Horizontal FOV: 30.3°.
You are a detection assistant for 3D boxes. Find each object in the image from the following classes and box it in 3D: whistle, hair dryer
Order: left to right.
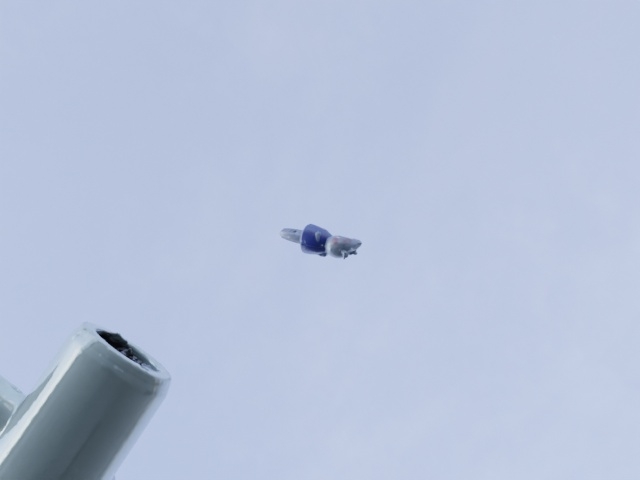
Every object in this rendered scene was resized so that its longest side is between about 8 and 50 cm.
[{"bbox_3d":[-0.216,0.072,0.721,0.236,0.073,0.131,33,-90,14],"label":"hair dryer"},{"bbox_3d":[0.000,0.000,1.119,0.083,0.033,0.029,14,-61,26],"label":"whistle"}]

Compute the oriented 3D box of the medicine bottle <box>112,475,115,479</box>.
[{"bbox_3d":[-0.301,0.277,0.971,0.238,0.232,0.238,2,-46,2],"label":"medicine bottle"}]
